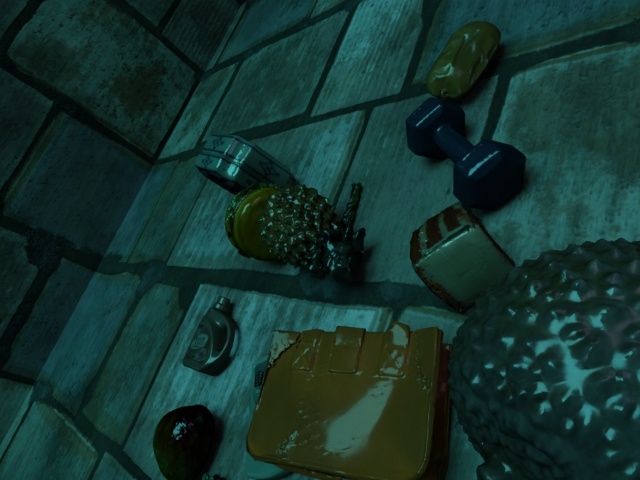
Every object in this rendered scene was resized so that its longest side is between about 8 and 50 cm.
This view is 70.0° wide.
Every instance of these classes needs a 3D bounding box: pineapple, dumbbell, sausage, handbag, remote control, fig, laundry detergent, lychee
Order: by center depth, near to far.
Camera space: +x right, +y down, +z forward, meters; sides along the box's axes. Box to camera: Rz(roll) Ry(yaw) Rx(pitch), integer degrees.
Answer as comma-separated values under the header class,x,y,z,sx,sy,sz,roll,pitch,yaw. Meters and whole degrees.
class,x,y,z,sx,sy,sz,roll,pitch,yaw
lychee,0.362,0.184,0.558,0.432,0.380,0.380,-32,36,-14
handbag,0.053,0.322,0.927,0.411,0.116,0.303,-8,53,33
dumbbell,0.324,-0.208,1.059,0.144,0.159,0.324,-17,41,-6
remote control,-0.120,0.419,1.112,0.140,0.056,0.296,-29,44,30
fig,-0.364,0.572,1.197,0.170,0.146,0.273,-14,66,41
pineapple,0.001,0.001,1.203,0.357,0.223,0.222,36,90,42
sausage,0.380,-0.477,1.223,0.241,0.120,0.136,-57,27,-3
laundry detergent,-0.316,0.290,1.400,0.171,0.076,0.236,-1,60,45

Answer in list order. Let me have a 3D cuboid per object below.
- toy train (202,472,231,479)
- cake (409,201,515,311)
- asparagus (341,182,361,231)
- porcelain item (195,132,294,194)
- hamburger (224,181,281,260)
class,x,y,z,sx,sy,sz,roll,pitch,yaw
toy train,-0.260,0.613,1.120,0.103,0.044,0.064,-8,60,45
cake,0.300,0.027,0.982,0.158,0.159,0.262,-38,6,19
asparagus,0.087,-0.096,1.309,0.036,0.030,0.165,7,63,22
porcelain item,-0.262,-0.233,1.567,0.282,0.286,0.157,23,82,50
hamburger,-0.182,-0.061,1.404,0.170,0.246,0.245,17,75,53
